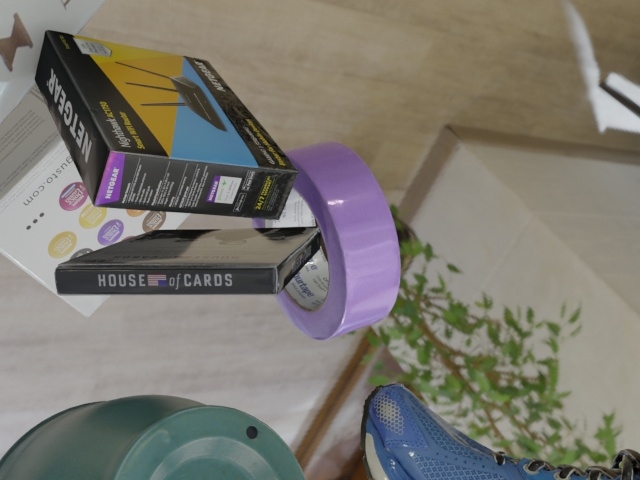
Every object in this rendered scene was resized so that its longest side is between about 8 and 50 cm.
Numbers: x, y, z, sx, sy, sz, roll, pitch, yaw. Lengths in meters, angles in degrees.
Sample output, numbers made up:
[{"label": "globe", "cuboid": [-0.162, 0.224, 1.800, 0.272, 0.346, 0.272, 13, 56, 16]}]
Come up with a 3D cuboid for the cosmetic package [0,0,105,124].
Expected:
[{"label": "cosmetic package", "cuboid": [-0.367, -0.279, 0.603, 0.329, 0.328, 0.393, 75, 35, -51]}]

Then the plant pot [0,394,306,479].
[{"label": "plant pot", "cuboid": [-0.147, 0.259, 0.765, 0.272, 0.271, 0.255, -6, 165, -34]}]

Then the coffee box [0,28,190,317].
[{"label": "coffee box", "cuboid": [-0.443, -0.143, 1.444, 0.337, 0.338, 0.334, -47, 148, -10]}]

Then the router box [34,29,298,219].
[{"label": "router box", "cuboid": [-0.113, -0.082, 0.603, 0.133, 0.179, 0.046, 3, 123, -34]}]

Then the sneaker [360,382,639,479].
[{"label": "sneaker", "cuboid": [0.177, 0.184, 0.566, 0.147, 0.330, 0.130, -60, 167, 5]}]

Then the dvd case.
[{"label": "dvd case", "cuboid": [-0.104, 0.015, 0.771, 0.180, 0.238, 0.029, -1, 98, 8]}]

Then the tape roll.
[{"label": "tape roll", "cuboid": [0.000, 0.000, 1.223, 0.090, 0.274, 0.274, -17, 139, -26]}]
